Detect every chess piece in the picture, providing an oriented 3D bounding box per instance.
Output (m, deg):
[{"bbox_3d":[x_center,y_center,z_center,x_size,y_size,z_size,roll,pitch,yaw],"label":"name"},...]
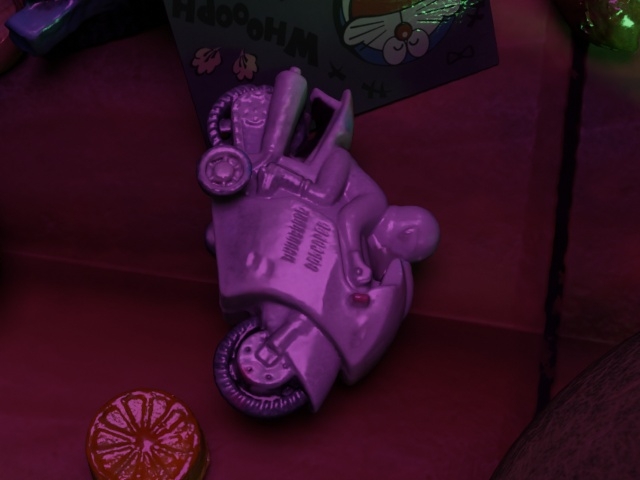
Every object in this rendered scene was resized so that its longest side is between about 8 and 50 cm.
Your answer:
[{"bbox_3d":[-0.277,-0.169,1.101,0.083,0.038,0.083,0,62,0],"label":"chess piece"}]

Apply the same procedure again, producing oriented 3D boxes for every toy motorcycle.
[{"bbox_3d":[0.000,0.000,0.966,0.171,0.110,0.260,-2,64,-4],"label":"toy motorcycle"}]

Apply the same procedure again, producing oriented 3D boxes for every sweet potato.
[{"bbox_3d":[0.190,-0.267,1.113,0.075,0.075,0.273,-20,63,-8],"label":"sweet potato"}]

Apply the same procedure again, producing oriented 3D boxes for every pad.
[{"bbox_3d":[0.013,-0.165,1.026,0.245,0.170,0.006,-20,34,-10],"label":"pad"}]

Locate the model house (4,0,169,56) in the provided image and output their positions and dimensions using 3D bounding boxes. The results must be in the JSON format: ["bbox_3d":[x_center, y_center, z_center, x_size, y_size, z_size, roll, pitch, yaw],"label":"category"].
[{"bbox_3d":[-0.137,-0.255,1.013,0.226,0.261,0.241,38,69,20],"label":"model house"}]

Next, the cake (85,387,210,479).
[{"bbox_3d":[-0.119,0.143,0.927,0.084,0.044,0.084,0,63,1],"label":"cake"}]

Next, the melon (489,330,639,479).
[{"bbox_3d":[0.240,0.163,0.793,0.329,0.248,0.248,-26,64,-7],"label":"melon"}]
